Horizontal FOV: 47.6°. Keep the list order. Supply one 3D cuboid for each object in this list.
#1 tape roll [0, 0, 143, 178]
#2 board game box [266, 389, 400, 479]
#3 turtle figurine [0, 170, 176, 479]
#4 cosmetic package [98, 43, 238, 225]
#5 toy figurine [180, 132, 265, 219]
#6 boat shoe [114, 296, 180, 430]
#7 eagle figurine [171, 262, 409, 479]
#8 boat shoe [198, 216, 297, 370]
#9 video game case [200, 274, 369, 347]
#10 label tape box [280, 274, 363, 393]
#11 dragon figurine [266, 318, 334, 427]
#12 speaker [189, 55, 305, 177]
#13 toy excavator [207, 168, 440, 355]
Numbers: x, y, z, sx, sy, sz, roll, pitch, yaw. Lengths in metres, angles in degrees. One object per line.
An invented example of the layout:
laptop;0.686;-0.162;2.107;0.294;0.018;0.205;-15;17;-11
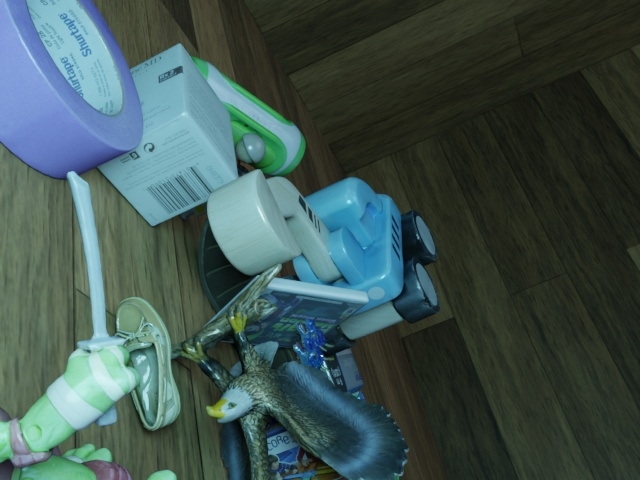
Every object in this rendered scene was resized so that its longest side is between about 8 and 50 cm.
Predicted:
tape roll;-0.324;-0.215;0.861;0.275;0.090;0.274;-24;90;-81
board game box;-0.010;0.305;0.991;0.035;0.201;0.136;-39;106;-80
turtle figurine;-0.197;0.102;0.509;0.266;0.198;0.274;63;12;-47
cosmetic package;-0.224;-0.154;1.058;0.151;0.151;0.183;56;14;-45
toy figurine;-0.169;-0.119;1.274;0.209;0.148;0.213;48;22;-62
boat shoe;-0.199;0.137;0.817;0.048;0.056;0.152;37;38;-79
eagle figurine;-0.067;0.221;0.893;0.225;0.226;0.298;-21;68;-42
boat shoe;-0.122;0.092;1.208;0.104;0.111;0.307;-74;150;-80
video game case;-0.053;0.112;1.068;0.191;0.173;0.022;11;53;-34
label tape box;-0.005;0.248;1.402;0.347;0.115;0.249;67;11;12
dragon figurine;-0.030;0.264;1.073;0.085;0.144;0.289;-30;111;-66
speaker;-0.166;-0.235;1.415;0.297;0.131;0.131;30;33;-42
toy excavator;0.000;0.000;1.180;0.445;0.222;0.432;53;25;-28
